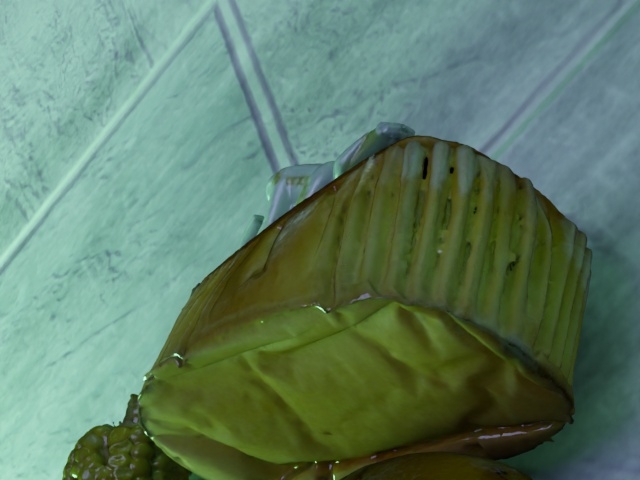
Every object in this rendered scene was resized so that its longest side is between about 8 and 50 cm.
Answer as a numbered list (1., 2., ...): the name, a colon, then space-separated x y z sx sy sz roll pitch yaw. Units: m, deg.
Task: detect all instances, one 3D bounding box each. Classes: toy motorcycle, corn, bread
1. toy motorcycle: 0.000 0.000 1.399 0.229 0.074 0.151 -48 44 40
2. corn: -0.154 0.241 1.404 0.097 0.097 0.262 4 80 53
3. bread: 0.028 0.052 1.213 0.288 0.204 0.156 -31 33 41

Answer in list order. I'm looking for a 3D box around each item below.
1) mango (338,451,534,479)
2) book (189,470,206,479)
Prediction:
1. mango: 0.047 0.232 1.162 0.316 0.146 0.193 139 131 -56
2. book: -0.108 0.258 1.438 0.201 0.026 0.289 -53 38 21
